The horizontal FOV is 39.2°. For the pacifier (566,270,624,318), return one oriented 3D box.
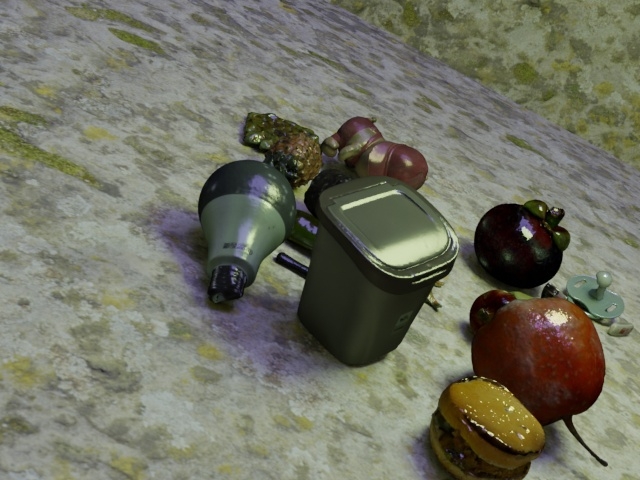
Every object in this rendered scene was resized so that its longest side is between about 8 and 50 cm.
[{"bbox_3d":[0.662,0.122,2.162,0.126,0.117,0.150,-20,51,-24],"label":"pacifier"}]

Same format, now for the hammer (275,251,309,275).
[{"bbox_3d":[0.026,0.085,1.727,0.246,0.029,0.103,30,26,10],"label":"hammer"}]

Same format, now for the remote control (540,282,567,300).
[{"bbox_3d":[0.502,0.136,1.952,0.059,0.028,0.212,46,-5,17],"label":"remote control"}]

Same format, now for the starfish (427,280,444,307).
[{"bbox_3d":[0.195,0.071,1.900,0.176,0.053,0.208,18,31,-39],"label":"starfish"}]

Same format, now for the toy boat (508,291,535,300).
[{"bbox_3d":[0.441,0.187,1.859,0.111,0.084,0.276,19,27,-25],"label":"toy boat"}]

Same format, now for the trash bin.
[{"bbox_3d":[0.083,0.058,1.542,0.219,0.250,0.219,-16,49,-39],"label":"trash bin"}]

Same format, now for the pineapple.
[{"bbox_3d":[-0.090,-0.152,1.962,0.128,0.128,0.248,32,31,10],"label":"pineapple"}]

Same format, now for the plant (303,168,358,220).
[{"bbox_3d":[0.057,-0.066,1.897,0.129,0.132,0.194,36,1,-41],"label":"plant"}]

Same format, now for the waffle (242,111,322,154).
[{"bbox_3d":[-0.087,-0.255,2.220,0.204,0.054,0.223,21,25,-12],"label":"waffle"}]

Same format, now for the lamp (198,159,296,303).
[{"bbox_3d":[-0.124,-0.014,1.615,0.182,0.182,0.314,14,38,-25],"label":"lamp"}]

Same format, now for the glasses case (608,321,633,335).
[{"bbox_3d":[0.713,0.210,2.133,0.083,0.032,0.021,5,29,-39],"label":"glasses case"}]

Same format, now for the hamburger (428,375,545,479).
[{"bbox_3d":[0.257,0.304,1.432,0.181,0.118,0.191,17,31,-27],"label":"hamburger"}]

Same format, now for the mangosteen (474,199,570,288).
[{"bbox_3d":[0.465,-0.001,2.091,0.216,0.216,0.216,21,26,-11],"label":"mangosteen"}]

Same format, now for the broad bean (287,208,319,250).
[{"bbox_3d":[0.000,0.000,1.816,0.339,0.061,0.077,34,47,15],"label":"broad bean"}]

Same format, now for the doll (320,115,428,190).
[{"bbox_3d":[0.137,-0.193,2.200,0.256,0.152,0.196,34,41,31],"label":"doll"}]

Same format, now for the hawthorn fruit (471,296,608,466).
[{"bbox_3d":[0.386,0.216,1.586,0.235,0.231,0.263,8,24,-12],"label":"hawthorn fruit"}]

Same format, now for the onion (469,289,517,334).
[{"bbox_3d":[0.348,0.155,1.801,0.118,0.117,0.118,27,1,-1],"label":"onion"}]
